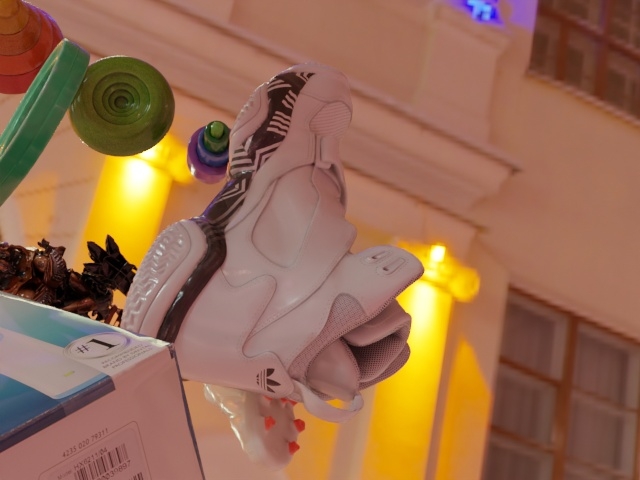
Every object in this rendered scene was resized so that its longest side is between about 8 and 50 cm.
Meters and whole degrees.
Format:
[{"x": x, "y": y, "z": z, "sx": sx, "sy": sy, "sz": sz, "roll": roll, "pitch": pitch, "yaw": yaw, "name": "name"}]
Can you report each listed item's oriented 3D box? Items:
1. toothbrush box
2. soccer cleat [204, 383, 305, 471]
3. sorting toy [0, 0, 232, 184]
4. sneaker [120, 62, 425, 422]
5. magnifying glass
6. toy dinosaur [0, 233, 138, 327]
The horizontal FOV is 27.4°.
[{"x": -0.233, "y": 0.121, "z": 0.691, "sx": 0.295, "sy": 0.216, "sz": 0.126, "roll": 11, "pitch": -61, "yaw": 46, "name": "toothbrush box"}, {"x": -0.063, "y": 0.134, "z": 1.122, "sx": 0.076, "sy": 0.196, "sz": 0.068, "roll": -32, "pitch": -58, "yaw": 12, "name": "soccer cleat"}, {"x": -0.250, "y": -0.187, "z": 1.506, "sx": 0.365, "sy": 0.127, "sz": 0.126, "roll": 29, "pitch": -19, "yaw": 2, "name": "sorting toy"}, {"x": 0.000, "y": 0.000, "z": 1.115, "sx": 0.210, "sy": 0.366, "sz": 0.137, "roll": 20, "pitch": -41, "yaw": 13, "name": "sneaker"}, {"x": -0.213, "y": -0.034, "z": 0.842, "sx": 0.026, "sy": 0.092, "sz": 0.231, "roll": 28, "pitch": -61, "yaw": -18, "name": "magnifying glass"}, {"x": -0.332, "y": 0.077, "z": 1.823, "sx": 0.321, "sy": 0.164, "sz": 0.218, "roll": 7, "pitch": -5, "yaw": -26, "name": "toy dinosaur"}]
